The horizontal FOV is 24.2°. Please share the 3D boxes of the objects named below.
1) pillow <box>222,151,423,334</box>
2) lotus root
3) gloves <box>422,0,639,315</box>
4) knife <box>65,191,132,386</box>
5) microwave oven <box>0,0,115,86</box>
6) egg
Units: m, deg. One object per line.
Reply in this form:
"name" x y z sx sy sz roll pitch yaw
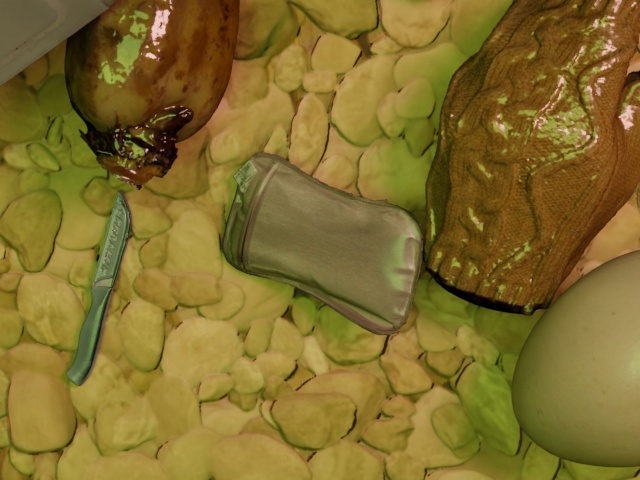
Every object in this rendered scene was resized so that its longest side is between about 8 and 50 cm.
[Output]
"pillow" 0.000 0.000 1.476 0.232 0.038 0.131 22 104 29
"lotus root" -0.162 -0.207 1.472 0.141 0.169 0.314 14 89 41
"gloves" 0.211 -0.104 1.388 0.203 0.155 0.356 22 97 13
"knife" -0.230 0.053 1.570 0.028 0.015 0.210 18 95 18
"microwave oven" -0.384 -0.330 1.420 0.286 0.218 0.355 -32 53 12
"egg" 0.291 0.110 1.360 0.253 0.188 0.189 -27 85 18
